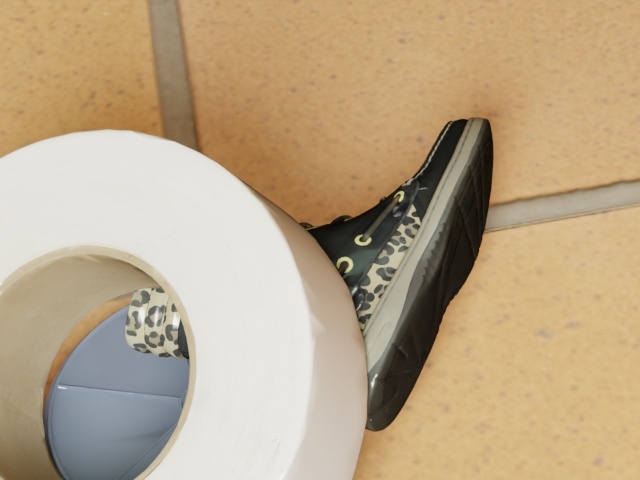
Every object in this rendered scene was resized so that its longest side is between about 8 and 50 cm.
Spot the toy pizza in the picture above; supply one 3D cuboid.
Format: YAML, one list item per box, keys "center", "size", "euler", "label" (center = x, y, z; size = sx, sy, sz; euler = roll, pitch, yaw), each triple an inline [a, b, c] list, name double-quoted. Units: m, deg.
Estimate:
- center: [-0.072, 0.109, 1.172]
  size: [0.201, 0.032, 0.201]
  euler: [-4, 48, 4]
  label: "toy pizza"

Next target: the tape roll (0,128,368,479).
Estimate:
- center: [-0.121, 0.085, 1.074]
  size: [0.286, 0.100, 0.286]
  euler: [-5, 75, 19]
  label: "tape roll"

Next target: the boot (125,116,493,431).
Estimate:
- center: [-0.001, 0.000, 1.179]
  size: [0.179, 0.085, 0.236]
  euler: [12, 53, 20]
  label: "boot"
